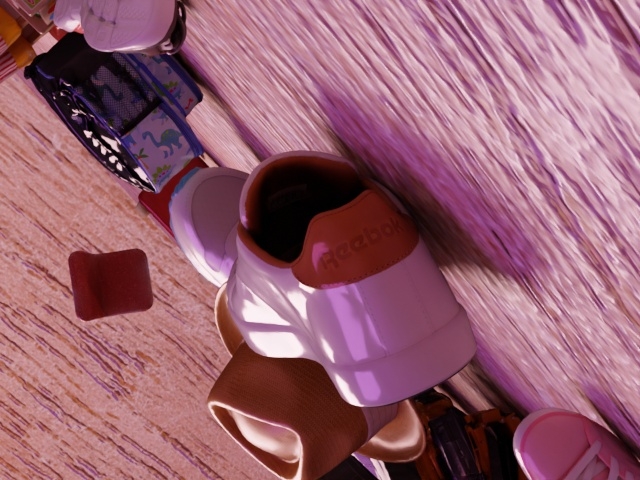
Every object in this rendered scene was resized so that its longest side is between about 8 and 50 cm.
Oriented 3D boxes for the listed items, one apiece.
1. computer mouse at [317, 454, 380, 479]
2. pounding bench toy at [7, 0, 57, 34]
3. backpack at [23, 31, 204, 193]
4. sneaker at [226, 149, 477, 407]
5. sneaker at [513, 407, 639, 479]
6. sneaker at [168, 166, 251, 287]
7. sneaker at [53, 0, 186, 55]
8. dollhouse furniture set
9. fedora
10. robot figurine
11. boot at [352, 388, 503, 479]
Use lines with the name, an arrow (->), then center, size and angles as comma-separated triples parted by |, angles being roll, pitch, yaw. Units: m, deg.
computer mouse -> 0.037, 0.235, 1.134 | 0.188, 0.072, 0.272 | 59, 172, -7
pounding bench toy -> -0.181, -0.169, 1.038 | 0.083, 0.052, 0.065 | 45, 174, 3
backpack -> -0.129, -0.093, 1.039 | 0.114, 0.084, 0.105 | 52, 170, -23
sneaker -> 0.000, 0.000, 0.854 | 0.123, 0.106, 0.290 | 65, 166, -12
sneaker -> 0.165, 0.140, 0.810 | 0.134, 0.051, 0.070 | 43, 172, -12
sneaker -> -0.008, 0.027, 1.091 | 0.228, 0.087, 0.092 | 41, 164, -9
sneaker -> -0.095, -0.128, 0.832 | 0.064, 0.061, 0.158 | 19, -173, -26
dollhouse furniture set -> -0.240, -0.079, 1.311 | 0.374, 0.201, 0.152 | 46, 173, 0
fedora -> -0.019, 0.111, 1.048 | 0.194, 0.079, 0.194 | 32, 154, 18
robot figurine -> 0.144, 0.240, 1.094 | 0.211, 0.085, 0.291 | 102, 146, -83
boot -> 0.052, 0.167, 1.365 | 0.338, 0.118, 0.222 | 59, 165, -13
